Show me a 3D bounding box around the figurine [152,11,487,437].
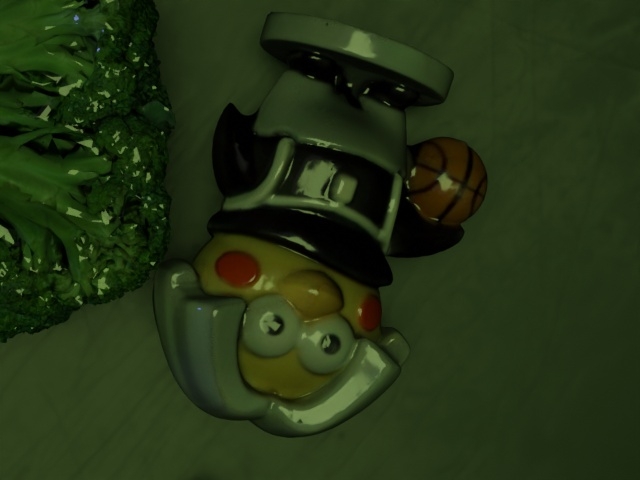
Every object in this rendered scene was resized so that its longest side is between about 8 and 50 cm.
[{"bbox_3d":[0.000,0.000,1.128,0.176,0.133,0.236,20,85,-14],"label":"figurine"}]

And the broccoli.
[{"bbox_3d":[-0.195,-0.071,1.050,0.270,0.270,0.270,5,102,24],"label":"broccoli"}]
